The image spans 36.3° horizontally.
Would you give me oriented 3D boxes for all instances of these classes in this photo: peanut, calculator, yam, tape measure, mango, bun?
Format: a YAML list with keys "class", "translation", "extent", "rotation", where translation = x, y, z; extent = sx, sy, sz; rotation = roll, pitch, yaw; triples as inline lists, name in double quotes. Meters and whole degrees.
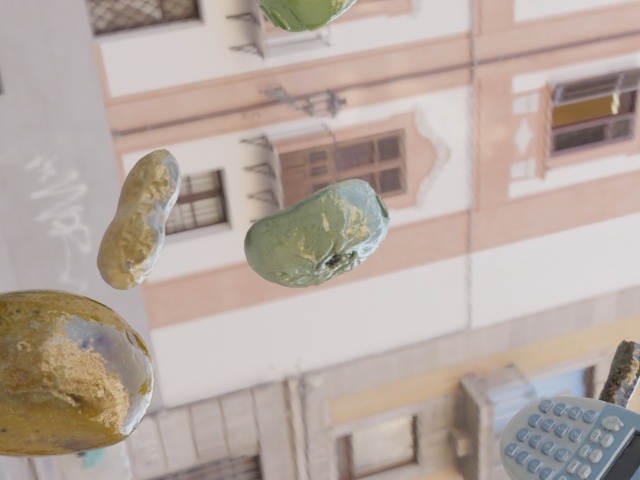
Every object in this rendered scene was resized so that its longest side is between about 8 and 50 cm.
- class: "peanut"
  translation: [-0.302, -0.039, 1.654]
  extent: [0.117, 0.101, 0.263]
  rotation: [-10, -126, 39]
- class: "calculator"
  translation: [0.383, 0.307, 1.336]
  extent: [0.303, 0.188, 0.042]
  rotation: [22, -34, 43]
- class: "yam"
  translation: [0.503, 0.287, 1.688]
  extent: [0.061, 0.253, 0.061]
  rotation: [26, -24, 13]
- class: "tape measure"
  translation: [-0.009, -0.364, 1.320]
  extent: [0.106, 0.200, 0.175]
  rotation: [51, 19, -35]
- class: "mango"
  translation: [-0.349, 0.143, 1.078]
  extent: [0.176, 0.330, 0.175]
  rotation: [-121, -136, -54]
- class: "bun"
  translation: [-0.003, 0.001, 1.432]
  extent: [0.221, 0.221, 0.108]
  rotation: [117, -48, -70]
